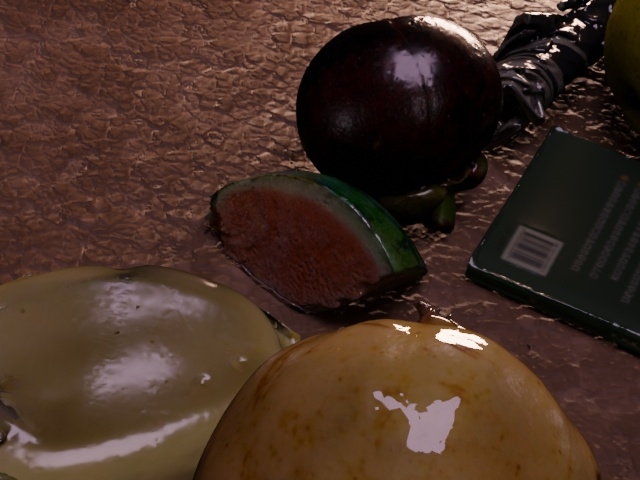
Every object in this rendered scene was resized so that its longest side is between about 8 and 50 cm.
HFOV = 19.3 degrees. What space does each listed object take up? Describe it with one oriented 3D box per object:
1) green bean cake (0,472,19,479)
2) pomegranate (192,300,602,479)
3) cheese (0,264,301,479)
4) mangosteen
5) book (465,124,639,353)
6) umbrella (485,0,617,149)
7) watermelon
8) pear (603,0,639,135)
[{"bbox_3d":[-0.246,0.313,1.430,0.236,0.124,0.233,28,44,15],"label":"green bean cake"},{"bbox_3d":[0.066,0.198,1.481,0.342,0.342,0.342,7,43,-7],"label":"pomegranate"},{"bbox_3d":[-0.160,0.126,1.657,0.316,0.128,0.259,-12,56,-17],"label":"cheese"},{"bbox_3d":[0.079,-0.122,1.926,0.216,0.216,0.216,7,43,-7],"label":"mangosteen"},{"bbox_3d":[0.365,0.028,1.949,0.371,0.043,0.260,24,46,13],"label":"book"},{"bbox_3d":[0.266,-0.222,2.142,0.106,0.113,0.357,50,43,-1],"label":"umbrella"},{"bbox_3d":[0.015,-0.017,1.872,0.231,0.128,0.146,36,29,26],"label":"watermelon"},{"bbox_3d":[0.450,-0.217,2.066,0.294,0.294,0.294,7,43,-7],"label":"pear"}]
